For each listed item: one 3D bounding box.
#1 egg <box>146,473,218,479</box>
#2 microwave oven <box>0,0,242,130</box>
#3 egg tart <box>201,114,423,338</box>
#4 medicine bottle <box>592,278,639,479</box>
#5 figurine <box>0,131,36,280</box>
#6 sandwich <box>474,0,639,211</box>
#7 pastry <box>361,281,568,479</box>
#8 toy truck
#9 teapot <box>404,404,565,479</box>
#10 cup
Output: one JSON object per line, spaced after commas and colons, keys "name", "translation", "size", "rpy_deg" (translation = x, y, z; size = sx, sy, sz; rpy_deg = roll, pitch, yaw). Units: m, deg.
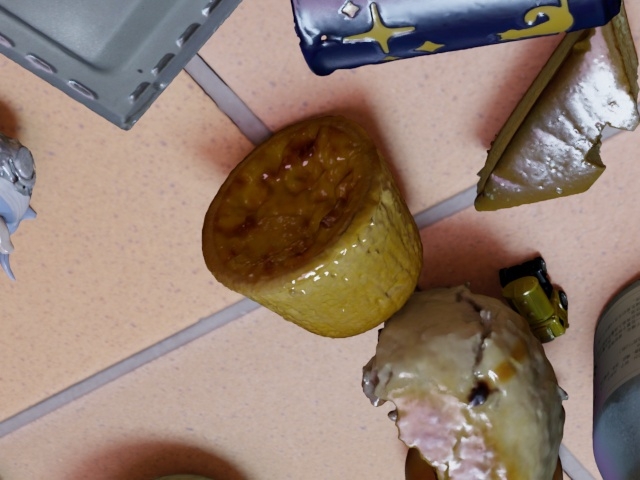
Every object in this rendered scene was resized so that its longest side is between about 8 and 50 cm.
{"name": "egg", "translation": [-0.186, 0.392, 1.792], "size": [0.295, 0.218, 0.218], "rpy_deg": [-22, 125, 43]}
{"name": "microwave oven", "translation": [-0.090, -0.343, 1.046], "size": [0.236, 0.374, 0.432], "rpy_deg": [31, 133, -18]}
{"name": "egg tart", "translation": [0.000, 0.000, 1.449], "size": [0.202, 0.203, 0.147], "rpy_deg": [-17, 138, 23]}
{"name": "medicine bottle", "translation": [0.389, 0.199, 1.477], "size": [0.245, 0.290, 0.245], "rpy_deg": [5, 131, 5]}
{"name": "figurine", "translation": [-0.363, -0.054, 1.498], "size": [0.183, 0.128, 0.208], "rpy_deg": [-17, 130, 25]}
{"name": "sandwich", "translation": [0.230, -0.118, 1.365], "size": [0.088, 0.090, 0.244], "rpy_deg": [25, 127, -7]}
{"name": "pastry", "translation": [0.163, 0.162, 1.514], "size": [0.170, 0.237, 0.256], "rpy_deg": [-21, 100, 15]}
{"name": "toy truck", "translation": [0.220, 0.065, 1.546], "size": [0.049, 0.054, 0.083], "rpy_deg": [-19, 125, 24]}
{"name": "teapot", "translation": [0.193, 0.266, 1.673], "size": [0.178, 0.135, 0.252], "rpy_deg": [25, 131, -17]}
{"name": "cup", "translation": [0.100, -0.229, 1.186], "size": [0.256, 0.255, 0.178], "rpy_deg": [-7, 104, 13]}
